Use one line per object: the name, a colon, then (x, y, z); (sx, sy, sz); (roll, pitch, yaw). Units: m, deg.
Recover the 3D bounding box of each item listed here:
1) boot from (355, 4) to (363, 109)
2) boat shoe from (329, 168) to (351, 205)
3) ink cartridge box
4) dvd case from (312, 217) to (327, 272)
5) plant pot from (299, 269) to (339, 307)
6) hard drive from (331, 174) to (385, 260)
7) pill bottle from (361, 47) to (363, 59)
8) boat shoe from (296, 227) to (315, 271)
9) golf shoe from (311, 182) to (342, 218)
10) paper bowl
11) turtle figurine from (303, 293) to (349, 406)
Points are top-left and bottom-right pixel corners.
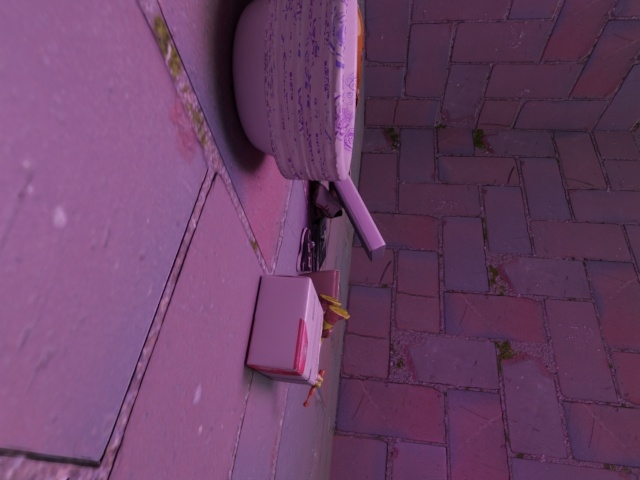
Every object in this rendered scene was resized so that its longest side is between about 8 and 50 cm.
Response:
boot: (0.081, -0.521, 1.167); (0.295, 0.104, 0.211); (82, 5, -52)
boat shoe: (0.074, -0.204, 1.534); (0.073, 0.080, 0.223); (-85, 178, -52)
ink cartridge box: (-0.054, 0.173, 0.744); (0.218, 0.092, 0.158); (73, 22, -64)
dvd case: (0.000, 0.000, 1.315); (0.221, 0.018, 0.164); (-59, 150, -71)
plant pot: (-0.005, 0.128, 1.053); (0.109, 0.096, 0.108); (28, 66, -80)
hard drive: (0.081, -0.117, 1.144); (0.352, 0.047, 0.233); (64, 2, 12)
pill bottle: (0.089, -0.637, 1.357); (0.108, 0.108, 0.193); (82, 14, -54)
boat shoe: (-0.032, 0.023, 1.023); (0.046, 0.038, 0.125); (82, 14, -55)
golf shoe: (0.022, -0.117, 1.185); (0.186, 0.086, 0.067); (62, 35, -72)
paper bowl: (-0.027, -0.228, 0.572); (0.284, 0.148, 0.284); (3, 90, -82)
turtle figurine: (-0.023, 0.235, 0.933); (0.217, 0.087, 0.269); (-64, -174, 6)
